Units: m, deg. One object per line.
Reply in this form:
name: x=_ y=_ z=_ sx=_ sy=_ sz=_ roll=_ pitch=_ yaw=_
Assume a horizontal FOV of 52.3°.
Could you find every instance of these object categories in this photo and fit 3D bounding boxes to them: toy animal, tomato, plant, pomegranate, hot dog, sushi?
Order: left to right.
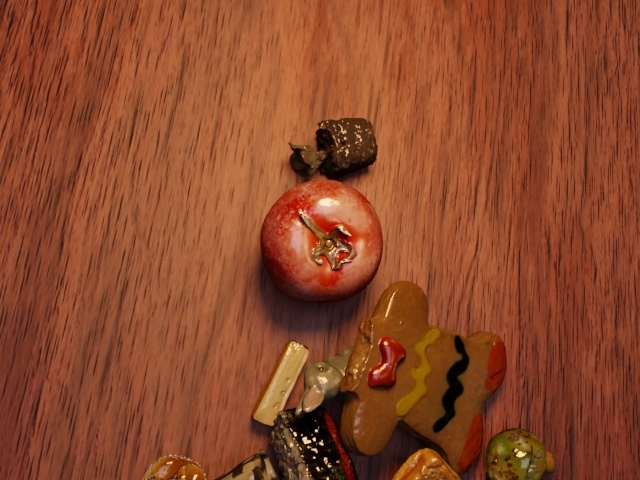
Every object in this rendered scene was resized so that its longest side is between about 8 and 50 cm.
hot dog: x=-0.324 y=0.562 z=1.302 sx=0.144 sy=0.075 sz=0.268 roll=25 pitch=72 yaw=-1
sushi: x=-0.020 y=0.446 z=1.316 sx=0.126 sy=0.136 sz=0.225 roll=-8 pitch=47 yaw=-28
tomato: x=0.000 y=0.000 z=1.420 sx=0.270 sy=0.227 sz=0.270 roll=-1 pitch=95 yaw=-11
plant: x=0.027 y=-0.215 z=1.534 sx=0.203 sy=0.142 sz=0.131 roll=-20 pitch=88 yaw=-22
toy animal: x=0.027 y=0.286 z=1.357 sx=0.236 sy=0.138 sz=0.108 roll=2 pitch=58 yaw=-53
pomegranate: x=0.425 y=0.475 z=1.416 sx=0.169 sy=0.122 sz=0.143 roll=-4 pitch=106 yaw=-44

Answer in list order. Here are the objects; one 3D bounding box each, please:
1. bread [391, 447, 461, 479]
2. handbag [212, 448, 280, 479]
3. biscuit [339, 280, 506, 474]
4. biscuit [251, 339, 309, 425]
bread: x=0.246 y=0.543 z=1.331 sx=0.139 sy=0.077 sz=0.271 roll=-43 pitch=116 yaw=-4
handbag: x=-0.163 y=0.604 z=1.180 sx=0.325 sy=0.162 sz=0.327 roll=-31 pitch=86 yaw=1
biscuit: x=0.225 y=0.309 z=1.370 sx=0.394 sy=0.076 sz=0.368 roll=32 pitch=70 yaw=-26
biscuit: x=-0.085 y=0.310 z=1.416 sx=0.056 sy=0.052 sz=0.188 roll=30 pitch=75 yaw=-11
